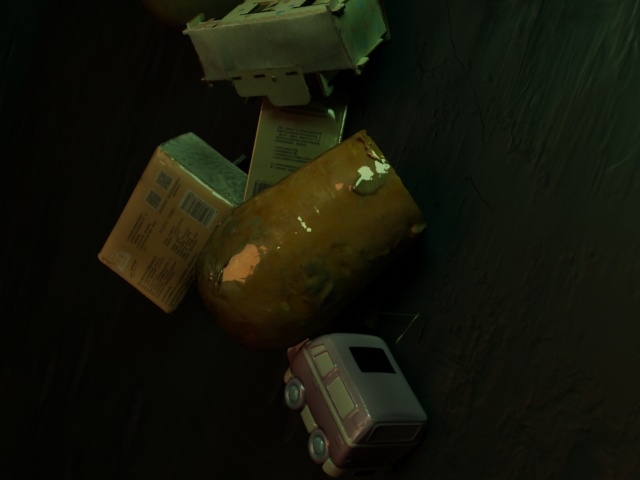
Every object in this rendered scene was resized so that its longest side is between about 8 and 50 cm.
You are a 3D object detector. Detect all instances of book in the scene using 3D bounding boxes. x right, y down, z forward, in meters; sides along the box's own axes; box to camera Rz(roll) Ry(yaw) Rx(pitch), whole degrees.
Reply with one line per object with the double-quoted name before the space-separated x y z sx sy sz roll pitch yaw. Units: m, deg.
"book" -0.043 -0.166 1.365 0.161 0.026 0.230 11 87 10

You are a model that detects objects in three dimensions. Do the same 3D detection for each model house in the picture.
"model house" -0.034 -0.369 1.330 0.326 0.169 0.244 2 41 30

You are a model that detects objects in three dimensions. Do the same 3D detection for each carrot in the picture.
"carrot" -0.017 0.010 1.139 0.341 0.224 0.224 -35 47 4

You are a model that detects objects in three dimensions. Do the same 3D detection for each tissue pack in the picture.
"tissue pack" -0.271 -0.046 1.569 0.305 0.239 0.238 -54 43 27

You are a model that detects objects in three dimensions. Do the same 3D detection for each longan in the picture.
"longan" -0.228 -0.571 1.577 0.319 0.319 0.318 -19 65 47

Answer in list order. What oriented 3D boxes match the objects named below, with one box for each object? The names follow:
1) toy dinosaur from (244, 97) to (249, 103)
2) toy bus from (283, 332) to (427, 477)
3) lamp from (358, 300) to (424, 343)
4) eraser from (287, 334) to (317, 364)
"toy dinosaur" -0.112 -0.371 1.588 0.162 0.039 0.126 -23 52 52
"toy bus" 0.048 0.232 1.122 0.142 0.142 0.202 -59 42 30
"lamp" 0.108 0.121 1.165 0.121 0.041 0.054 23 88 55
"eraser" -0.019 0.215 1.298 0.065 0.026 0.105 -52 44 32
